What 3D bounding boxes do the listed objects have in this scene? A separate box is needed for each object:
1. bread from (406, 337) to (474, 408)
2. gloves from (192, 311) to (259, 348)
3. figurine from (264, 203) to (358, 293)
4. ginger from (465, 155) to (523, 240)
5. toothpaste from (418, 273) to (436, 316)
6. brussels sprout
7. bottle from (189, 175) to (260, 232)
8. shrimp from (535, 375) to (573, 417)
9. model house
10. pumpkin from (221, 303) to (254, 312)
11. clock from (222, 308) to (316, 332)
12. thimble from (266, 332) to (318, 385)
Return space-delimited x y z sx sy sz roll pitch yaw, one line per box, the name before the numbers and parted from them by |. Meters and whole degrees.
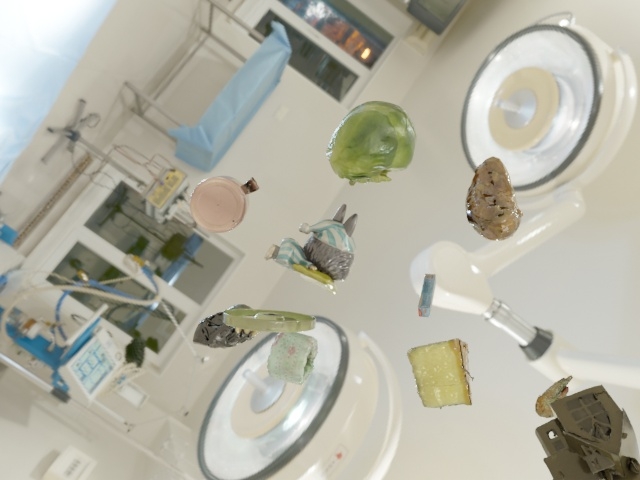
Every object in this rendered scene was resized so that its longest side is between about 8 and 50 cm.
bread | 0.483 0.538 2.139 0.249 0.278 0.315 -10 167 22
gloves | -0.289 0.291 1.742 0.164 0.204 0.124 -53 146 -53
figurine | 0.000 0.000 2.377 0.377 0.362 0.266 -63 179 -11
ginger | 0.535 -0.116 1.694 0.172 0.165 0.321 94 1 -47
toothpaste | 0.405 0.213 2.034 0.193 0.044 0.070 -64 150 -49
brussels sprout | 0.202 -0.406 2.186 0.372 0.314 0.275 -20 -135 4
bottle | -0.301 -0.133 1.754 0.207 0.173 0.297 -30 -172 1
shrimp | 0.830 0.548 1.894 0.190 0.042 0.101 -45 -154 -14
model house | 0.597 0.481 1.144 0.205 0.211 0.243 -27 -151 9
pumpkin | -0.390 0.375 2.505 0.190 0.191 0.146 -47 -134 52
clock | -0.127 0.195 1.349 0.235 0.235 0.029 -177 -88 -84
thimble | -0.102 0.441 2.026 0.211 0.150 0.185 67 36 -66
